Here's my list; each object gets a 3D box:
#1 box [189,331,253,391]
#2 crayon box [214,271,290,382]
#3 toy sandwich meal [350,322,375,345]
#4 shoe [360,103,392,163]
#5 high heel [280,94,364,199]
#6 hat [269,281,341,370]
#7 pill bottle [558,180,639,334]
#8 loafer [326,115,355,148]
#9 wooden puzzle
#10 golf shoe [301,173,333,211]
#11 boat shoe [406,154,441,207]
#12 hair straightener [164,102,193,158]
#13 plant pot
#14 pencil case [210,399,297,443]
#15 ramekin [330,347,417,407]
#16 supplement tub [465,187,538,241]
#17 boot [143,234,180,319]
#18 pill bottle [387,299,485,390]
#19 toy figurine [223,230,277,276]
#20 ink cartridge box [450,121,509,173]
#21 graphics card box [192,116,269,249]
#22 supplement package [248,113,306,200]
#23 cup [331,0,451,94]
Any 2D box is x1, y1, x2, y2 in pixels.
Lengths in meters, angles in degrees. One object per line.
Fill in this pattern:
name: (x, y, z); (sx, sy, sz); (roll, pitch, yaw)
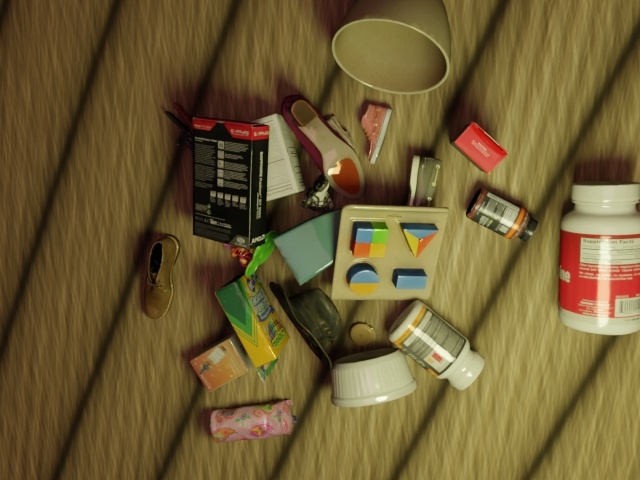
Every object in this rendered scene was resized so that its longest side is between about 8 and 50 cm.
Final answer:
box: (-0.333, 0.413, 1.918); (0.170, 0.091, 0.130); (-31, 93, 13)
crayon box: (-0.202, 0.267, 1.814); (0.083, 0.203, 0.323); (-26, 95, 12)
toy sandwich meal: (0.140, 0.308, 1.852); (0.085, 0.029, 0.086); (3, 102, 14)
shoe: (0.159, -0.330, 1.727); (0.081, 0.063, 0.178); (17, 96, 8)
high heel: (0.013, -0.296, 1.763); (0.127, 0.181, 0.377); (-33, 112, -1)
hat: (-0.017, 0.236, 1.751); (0.133, 0.331, 0.331); (-34, 92, -10)
pill bottle: (0.799, 0.041, 1.589); (0.228, 0.229, 0.408); (-1, 99, 10)
loafer: (0.069, -0.337, 1.750); (0.039, 0.045, 0.125); (-43, 87, -4)
wooden puzzle: (0.206, 0.056, 1.671); (0.321, 0.081, 0.348); (1, 122, -10)
golf shoe: (0.009, -0.141, 1.733); (0.093, 0.198, 0.077); (26, 72, -8)
boat shoe: (0.307, -0.104, 1.712); (0.091, 0.109, 0.305); (5, 103, 3)
hair straightener: (-0.431, -0.338, 1.841); (0.089, 0.047, 0.230); (-40, 95, 14)
plant pot: (0.000, 0.000, 1.759); (0.234, 0.166, 0.166); (-31, 93, 6)
pencil case: (-0.232, 0.620, 1.925); (0.283, 0.124, 0.124); (-12, 97, 11)
ramekin: (0.155, 0.421, 1.754); (0.272, 0.273, 0.127); (-13, 86, 12)
supplement tub: (0.544, -0.072, 1.679); (0.197, 0.106, 0.106); (28, 103, 4)
boot: (-0.558, 0.134, 1.901); (0.112, 0.115, 0.306); (14, 102, 6)
pill bottle: (0.360, 0.328, 1.747); (0.278, 0.162, 0.162); (39, 103, 2)
toy figurine: (-0.252, 0.007, 1.825); (0.159, 0.130, 0.173); (30, 80, 16)
ink cartridge box: (0.449, -0.263, 1.598); (0.134, 0.231, 0.078); (42, 103, 1)
graphics card box: (-0.274, -0.176, 1.692); (0.232, 0.094, 0.371); (12, 108, 28)
supplement package: (-0.150, -0.254, 1.753); (0.138, 0.134, 0.244); (-14, 96, 12)
cup: (0.219, -0.601, 1.567); (0.330, 0.331, 0.237); (14, 75, 7)
